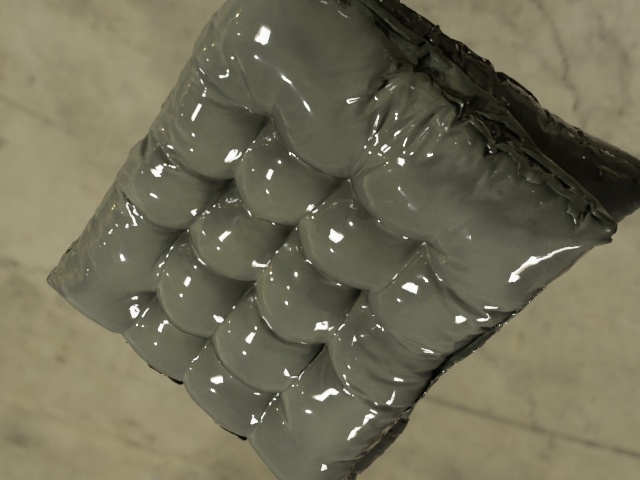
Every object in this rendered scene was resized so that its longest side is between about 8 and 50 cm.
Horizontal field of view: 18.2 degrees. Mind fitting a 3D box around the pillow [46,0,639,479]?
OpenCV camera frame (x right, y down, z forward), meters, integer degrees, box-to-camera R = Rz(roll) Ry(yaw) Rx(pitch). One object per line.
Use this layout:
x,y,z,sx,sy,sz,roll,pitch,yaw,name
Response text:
0.000,0.000,1.078,0.228,0.101,0.326,41,132,1,pillow
